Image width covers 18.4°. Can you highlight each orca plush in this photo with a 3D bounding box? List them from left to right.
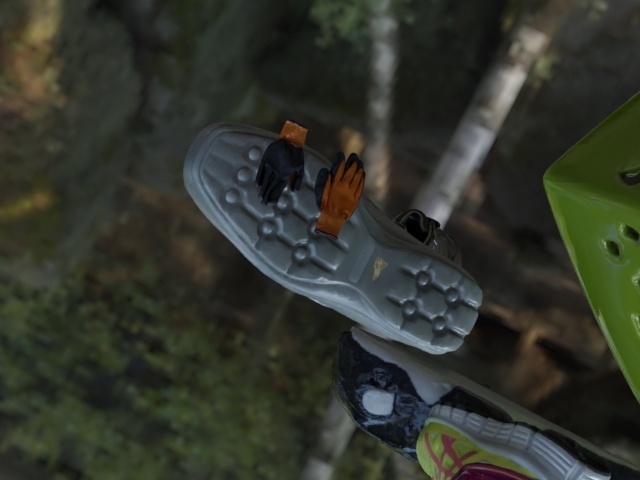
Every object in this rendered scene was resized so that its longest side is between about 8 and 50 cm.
[{"bbox_3d":[0.125,0.168,1.428,0.287,0.102,0.151,25,-176,-24],"label":"orca plush"}]

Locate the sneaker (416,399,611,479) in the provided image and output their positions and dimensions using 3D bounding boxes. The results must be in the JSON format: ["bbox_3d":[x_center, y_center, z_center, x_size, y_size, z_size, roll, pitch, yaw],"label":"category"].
[{"bbox_3d":[0.103,0.162,1.261,0.081,0.094,0.208,29,172,-13],"label":"sneaker"}]

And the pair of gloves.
[{"bbox_3d":[-0.007,-0.047,1.509,0.083,0.074,0.010,27,160,-13],"label":"pair of gloves"}]

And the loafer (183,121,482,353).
[{"bbox_3d":[0.000,0.000,1.653,0.319,0.112,0.111,37,169,-33],"label":"loafer"}]

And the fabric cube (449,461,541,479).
[{"bbox_3d":[0.093,0.271,0.754,0.258,0.259,0.254,42,174,-4],"label":"fabric cube"}]

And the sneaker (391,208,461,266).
[{"bbox_3d":[0.097,0.004,1.864,0.066,0.071,0.188,17,-164,15],"label":"sneaker"}]

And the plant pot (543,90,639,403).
[{"bbox_3d":[0.320,0.003,1.295,0.207,0.228,0.227,25,149,55],"label":"plant pot"}]
